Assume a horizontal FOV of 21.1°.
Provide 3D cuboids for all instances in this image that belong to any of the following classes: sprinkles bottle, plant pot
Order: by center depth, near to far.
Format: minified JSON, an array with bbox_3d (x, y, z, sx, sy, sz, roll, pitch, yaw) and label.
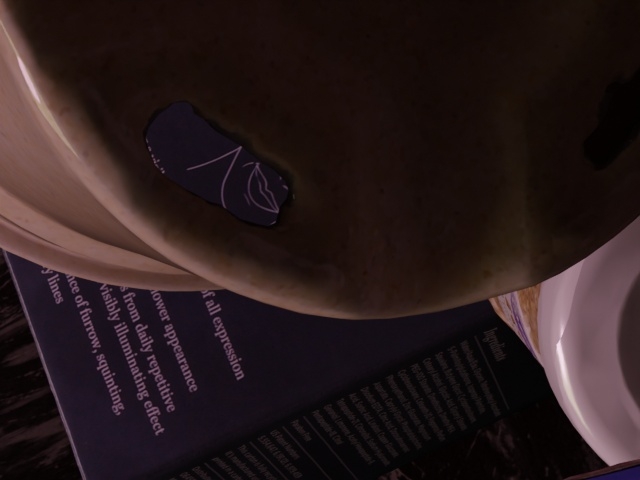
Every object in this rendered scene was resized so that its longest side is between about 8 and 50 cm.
[{"bbox_3d":[-0.014,-0.111,0.588,0.334,0.334,0.305,64,171,-18],"label":"plant pot"},{"bbox_3d":[0.140,0.017,0.744,0.355,0.121,0.121,-80,-36,-85],"label":"sprinkles bottle"}]

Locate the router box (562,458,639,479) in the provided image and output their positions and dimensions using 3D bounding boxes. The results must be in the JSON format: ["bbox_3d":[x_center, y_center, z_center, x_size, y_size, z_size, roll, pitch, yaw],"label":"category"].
[{"bbox_3d":[0.145,0.256,0.356,0.301,0.082,0.335,45,-141,-34],"label":"router box"}]

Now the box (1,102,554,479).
[{"bbox_3d":[0.000,0.000,1.214,0.212,0.395,0.293,57,-172,-64],"label":"box"}]
